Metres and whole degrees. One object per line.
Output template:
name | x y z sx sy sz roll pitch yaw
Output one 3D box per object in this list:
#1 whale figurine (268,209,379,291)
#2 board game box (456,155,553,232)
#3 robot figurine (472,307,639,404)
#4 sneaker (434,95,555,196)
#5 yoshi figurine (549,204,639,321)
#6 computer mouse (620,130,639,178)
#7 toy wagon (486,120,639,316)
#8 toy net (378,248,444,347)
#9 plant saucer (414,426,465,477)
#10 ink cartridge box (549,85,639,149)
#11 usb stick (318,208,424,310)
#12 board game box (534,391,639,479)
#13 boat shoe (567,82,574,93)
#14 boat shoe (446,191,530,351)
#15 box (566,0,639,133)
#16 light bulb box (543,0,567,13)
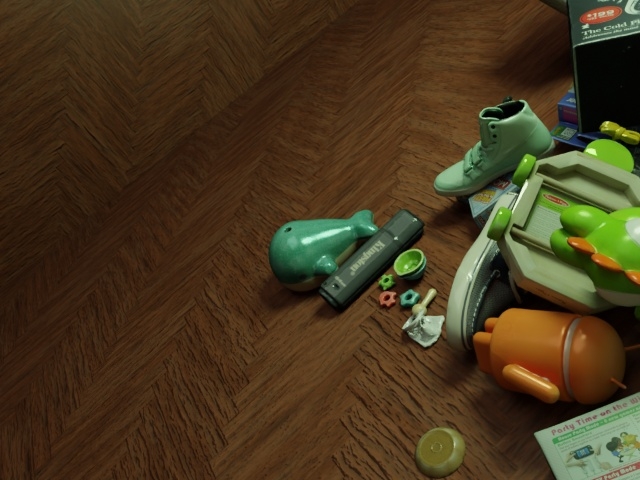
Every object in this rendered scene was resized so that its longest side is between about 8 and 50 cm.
whale figurine | 0.000 0.000 1.353 0.272 0.141 0.216 -28 33 11
board game box | 0.369 -0.110 1.221 0.194 0.060 0.194 -44 31 -6
robot figurine | 0.336 0.168 0.841 0.219 0.158 0.128 0 78 43
sneaker | 0.321 -0.192 1.171 0.256 0.151 0.094 -25 36 28
yoshi figurine | 0.483 0.053 0.734 0.362 0.203 0.203 37 85 34
computer mouse | 0.627 -0.144 1.043 0.184 0.060 0.262 12 62 21
toy wagon | 0.439 -0.047 0.942 0.267 0.068 0.344 26 65 11
toy net | 0.170 0.117 1.135 0.122 0.045 0.232 -25 34 15
plant saucer | 0.181 0.322 0.890 0.083 0.015 0.083 -24 34 17
ink cartridge box | 0.637 -0.308 1.204 0.311 0.065 0.186 -46 47 -12
usb stick | 0.114 0.039 1.272 0.278 0.045 0.077 -43 68 -10
board game box | 0.404 0.313 0.621 0.224 0.097 0.303 -27 35 12
boat shoe | 0.597 -0.354 1.320 0.068 0.072 0.190 6 51 47
boat shoe | 0.344 0.052 0.987 0.158 0.127 0.340 9 56 37
box | 0.637 -0.369 1.046 0.343 0.179 0.312 -5 37 24
light bulb box | 0.658 -0.685 1.306 0.358 0.361 0.225 -63 24 26
